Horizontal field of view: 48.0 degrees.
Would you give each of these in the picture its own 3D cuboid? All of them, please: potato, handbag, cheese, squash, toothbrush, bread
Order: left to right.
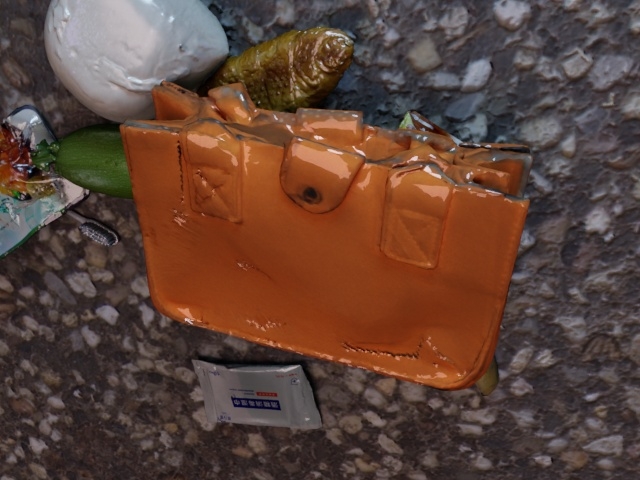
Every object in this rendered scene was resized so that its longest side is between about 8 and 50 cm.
[{"bbox_3d":[-0.450,-0.086,1.055,0.354,0.029,0.024,31,105,2],"label":"toothbrush"},{"bbox_3d":[-0.223,-0.235,0.828,0.198,0.154,0.189,44,109,-11],"label":"cheese"},{"bbox_3d":[-0.206,-0.098,0.927,0.378,0.101,0.101,8,118,16],"label":"squash"},{"bbox_3d":[-0.049,-0.182,0.844,0.233,0.076,0.105,-17,97,33],"label":"bread"},{"bbox_3d":[0.000,0.000,0.782,0.410,0.116,0.304,12,133,13],"label":"handbag"},{"bbox_3d":[0.218,0.169,0.958,0.036,0.037,0.093,-25,105,23],"label":"potato"}]

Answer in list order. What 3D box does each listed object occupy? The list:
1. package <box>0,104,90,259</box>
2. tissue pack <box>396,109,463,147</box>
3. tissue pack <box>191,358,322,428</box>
[{"bbox_3d":[-0.451,-0.074,1.026,0.232,0.040,0.166,-29,94,15],"label":"package"},{"bbox_3d":[0.132,-0.061,0.830,0.148,0.099,0.106,33,127,-1],"label":"tissue pack"},{"bbox_3d":[-0.099,0.236,1.103,0.193,0.026,0.123,-1,116,19],"label":"tissue pack"}]
